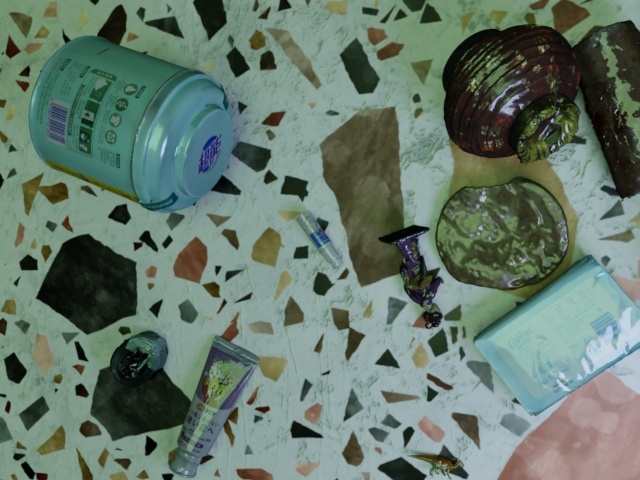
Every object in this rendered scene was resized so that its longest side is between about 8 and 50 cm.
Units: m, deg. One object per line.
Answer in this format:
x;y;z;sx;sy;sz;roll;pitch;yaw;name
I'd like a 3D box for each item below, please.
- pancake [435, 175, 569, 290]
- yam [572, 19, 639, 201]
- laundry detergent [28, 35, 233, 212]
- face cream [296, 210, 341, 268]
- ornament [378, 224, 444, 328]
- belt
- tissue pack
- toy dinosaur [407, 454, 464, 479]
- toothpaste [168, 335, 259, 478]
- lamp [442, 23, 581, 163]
0.334;-0.011;1.125;0.236;0.042;0.222;-30;90;19;pancake
0.521;-0.217;1.016;0.131;0.131;0.280;-20;88;17;yam
-0.347;-0.218;1.185;0.305;0.287;0.287;22;99;14;laundry detergent
0.000;0.000;1.228;0.034;0.034;0.130;-36;83;15;face cream
0.197;0.069;1.161;0.081;0.088;0.203;-27;99;-7;ornament
-0.406;0.266;1.353;0.105;0.058;0.140;44;103;6;belt
0.433;0.170;1.085;0.263;0.089;0.177;-41;81;17;tissue pack
0.227;0.446;1.193;0.113;0.026;0.041;3;88;7;toy dinosaur
-0.240;0.365;1.311;0.114;0.073;0.299;25;92;13;toothpaste
0.322;-0.242;1.017;0.247;0.247;0.247;1;94;16;lamp
